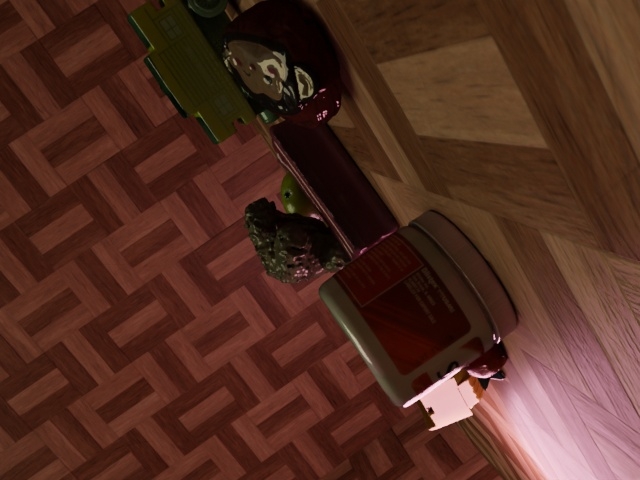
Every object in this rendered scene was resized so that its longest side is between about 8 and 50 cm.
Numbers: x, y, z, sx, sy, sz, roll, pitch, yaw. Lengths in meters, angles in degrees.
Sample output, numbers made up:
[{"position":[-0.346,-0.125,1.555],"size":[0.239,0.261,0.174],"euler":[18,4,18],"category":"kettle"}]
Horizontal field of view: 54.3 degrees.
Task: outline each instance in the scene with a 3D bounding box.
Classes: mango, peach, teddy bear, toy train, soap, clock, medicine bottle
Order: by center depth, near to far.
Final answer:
[{"position":[0.156,0.116,1.051],"size":[0.252,0.241,0.252],"euler":[55,178,3],"category":"medicine bottle"},{"position":[0.299,0.210,1.243],"size":[0.172,0.092,0.127],"euler":[59,173,-27],"category":"peach"},{"position":[0.028,-0.127,1.507],"size":[0.359,0.128,0.233],"euler":[55,176,6],"category":"soap"},{"position":[-0.286,-0.452,1.560],"size":[0.442,0.272,0.179],"euler":[56,174,-19],"category":"toy train"},{"position":[0.301,0.327,1.741],"size":[0.244,0.200,0.317],"euler":[62,-179,-43],"category":"clock"},{"position":[0.000,0.000,1.749],"size":[0.357,0.367,0.224],"euler":[-146,50,-61],"category":"teddy bear"},{"position":[-0.022,-0.117,1.953],"size":[0.273,0.149,0.185],"euler":[52,-143,-46],"category":"mango"}]

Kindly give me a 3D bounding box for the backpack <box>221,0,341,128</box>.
[{"position":[-0.050,-0.284,1.039],"size":[0.229,0.139,0.229],"euler":[38,162,15],"category":"backpack"}]

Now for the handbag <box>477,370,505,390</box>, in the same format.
[{"position":[0.324,0.223,1.417],"size":[0.221,0.057,0.144],"euler":[55,-176,-6],"category":"handbag"}]
